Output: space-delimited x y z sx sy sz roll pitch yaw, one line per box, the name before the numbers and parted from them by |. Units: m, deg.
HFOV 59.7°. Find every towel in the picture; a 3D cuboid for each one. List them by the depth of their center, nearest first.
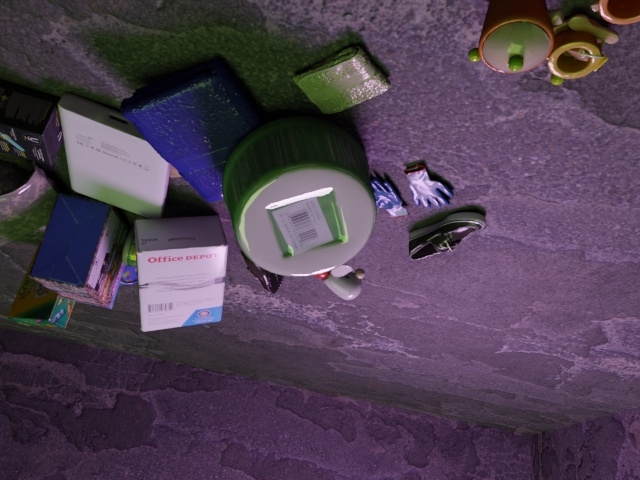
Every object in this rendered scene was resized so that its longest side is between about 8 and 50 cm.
towel | 0.036 -0.268 0.953 0.148 0.027 0.110 -13 145 39
towel | -0.212 -0.209 1.105 0.227 0.076 0.308 -16 145 17

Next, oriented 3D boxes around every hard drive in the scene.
hard drive | -0.465 -0.175 1.284 0.233 0.047 0.353 21 151 -10

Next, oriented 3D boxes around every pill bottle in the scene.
pill bottle | -0.460 0.039 1.631 0.208 0.117 0.117 16 153 -8

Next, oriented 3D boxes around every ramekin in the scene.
ramekin | -0.036 -0.072 1.085 0.303 0.148 0.303 -6 130 -7

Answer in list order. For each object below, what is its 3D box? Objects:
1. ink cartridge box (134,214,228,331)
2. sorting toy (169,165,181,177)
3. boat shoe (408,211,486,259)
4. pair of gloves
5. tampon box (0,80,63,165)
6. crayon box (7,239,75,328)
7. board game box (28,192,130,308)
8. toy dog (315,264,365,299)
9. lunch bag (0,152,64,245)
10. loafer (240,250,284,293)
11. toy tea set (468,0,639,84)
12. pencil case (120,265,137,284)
ink cartridge box | -0.379 0.089 1.505 0.223 0.129 0.307 -4 134 -20
sorting toy | -0.352 -0.169 1.305 0.083 0.012 0.062 -1 148 23
boat shoe | 0.297 -0.004 1.318 0.078 0.070 0.219 26 149 -28
pair of gloves | 0.184 -0.104 1.222 0.198 0.023 0.159 -10 145 33
tampon box | -0.630 -0.247 1.159 0.161 0.101 0.120 15 153 -10
crayon box | -0.859 0.136 1.788 0.165 0.278 0.081 1 152 19
board game box | -0.638 0.038 1.525 0.141 0.232 0.291 13 162 -3
toy dog | 0.000 0.000 1.347 0.161 0.220 0.333 -41 139 18
lunch bag | -0.813 -0.109 1.406 0.287 0.169 0.235 -18 161 -12
loafer | -0.173 0.078 1.662 0.078 0.080 0.220 21 150 30
toy tea set | 0.335 -0.300 0.673 0.200 0.124 0.336 15 153 -8
pencil case | -0.699 0.116 1.857 0.306 0.133 0.119 -22 105 46
